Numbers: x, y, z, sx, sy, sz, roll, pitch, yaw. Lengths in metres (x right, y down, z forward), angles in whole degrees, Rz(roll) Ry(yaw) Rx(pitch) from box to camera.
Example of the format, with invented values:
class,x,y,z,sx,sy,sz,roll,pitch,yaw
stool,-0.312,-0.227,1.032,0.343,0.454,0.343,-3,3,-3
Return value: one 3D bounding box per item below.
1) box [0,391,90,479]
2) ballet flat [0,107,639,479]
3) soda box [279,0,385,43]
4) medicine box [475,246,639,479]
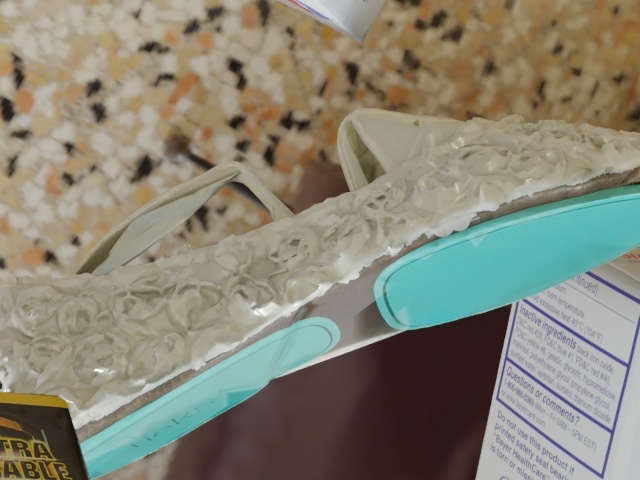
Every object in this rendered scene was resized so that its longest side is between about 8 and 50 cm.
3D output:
class,x,y,z,sx,sy,sz,roll,pitch,yaw
box,-0.289,0.147,0.651,0.322,0.079,0.257,11,139,-46
ballet flat,0.000,0.000,0.892,0.409,0.147,0.147,-23,122,-5
soda box,-0.010,-0.157,0.792,0.069,0.074,0.216,-62,170,3
medicine box,0.262,0.149,1.121,0.264,0.149,0.289,1,108,-28
